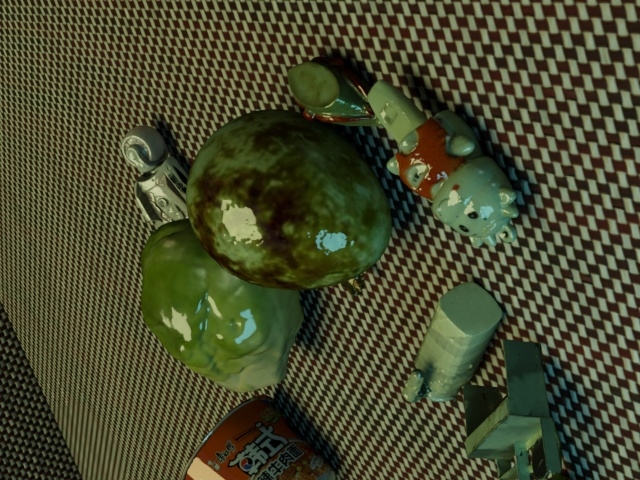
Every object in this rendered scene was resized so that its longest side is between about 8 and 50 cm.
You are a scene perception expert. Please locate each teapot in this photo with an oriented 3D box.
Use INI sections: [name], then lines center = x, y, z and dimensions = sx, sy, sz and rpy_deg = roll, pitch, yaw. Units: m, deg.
[teapot]
center = 0.166, 0.150, 1.718
dimensions = 0.077, 0.107, 0.200
rpy_deg = 46, 151, 21

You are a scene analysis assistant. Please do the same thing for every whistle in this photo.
[whistle]
center = 0.143, -0.092, 1.525
dimensions = 0.102, 0.106, 0.253
rpy_deg = -45, 72, 20

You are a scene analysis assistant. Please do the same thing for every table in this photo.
[table]
center = 0.238, 0.236, 1.638
dimensions = 0.146, 0.063, 0.175
rpy_deg = 117, 155, -56

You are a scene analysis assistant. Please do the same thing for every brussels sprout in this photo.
[brussels sprout]
center = -0.163, 0.102, 2.071
dimensions = 0.316, 0.243, 0.274
rpy_deg = 56, 158, 4

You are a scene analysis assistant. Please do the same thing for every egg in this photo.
[egg]
center = -0.040, -0.046, 1.728
dimensions = 0.289, 0.238, 0.238
rpy_deg = 30, 144, 19

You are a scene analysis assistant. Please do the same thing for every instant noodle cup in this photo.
[instant noodle cup]
center = -0.103, 0.430, 2.333
dimensions = 0.192, 0.250, 0.250
rpy_deg = 36, 146, 20

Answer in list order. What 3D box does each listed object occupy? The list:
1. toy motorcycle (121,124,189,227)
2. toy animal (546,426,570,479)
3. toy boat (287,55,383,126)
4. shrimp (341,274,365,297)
[toy motorcycle]
center = -0.255, -0.082, 2.220
dimensions = 0.112, 0.112, 0.254
rpy_deg = 6, 124, 57
[toy animal]
center = 0.295, 0.322, 1.688
dimensions = 0.219, 0.095, 0.155
rpy_deg = 60, 156, 10
[toy boat]
center = 0.012, -0.191, 1.671
dimensions = 0.185, 0.071, 0.089
rpy_deg = 33, 101, 40
[shrimp]
center = -0.003, 0.001, 1.910
dimensions = 0.236, 0.053, 0.133
rpy_deg = 49, 150, 25
